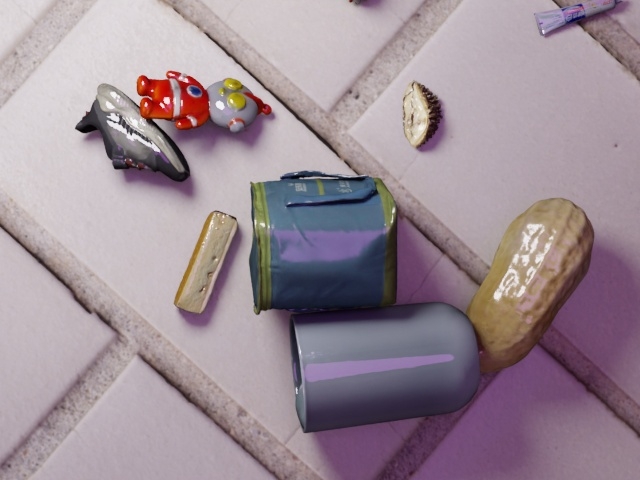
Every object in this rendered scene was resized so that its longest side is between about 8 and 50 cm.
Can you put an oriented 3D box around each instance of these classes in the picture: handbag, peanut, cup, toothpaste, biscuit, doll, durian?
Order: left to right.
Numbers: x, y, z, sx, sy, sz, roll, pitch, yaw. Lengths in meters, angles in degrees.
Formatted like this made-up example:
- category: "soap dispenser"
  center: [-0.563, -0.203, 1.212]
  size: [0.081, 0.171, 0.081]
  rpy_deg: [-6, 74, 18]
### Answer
- category: "doll"
  center: [-0.201, -0.243, 1.879]
  size: [0.245, 0.076, 0.142]
  rpy_deg: [2, 53, -19]
- category: "biscuit"
  center: [-0.202, 0.039, 1.896]
  size: [0.056, 0.052, 0.188]
  rpy_deg: [24, 85, -19]
- category: "handbag"
  center: [0.000, 0.000, 1.809]
  size: [0.241, 0.263, 0.222]
  rpy_deg: [-2, 112, -8]
- category: "cup"
  center: [0.106, 0.215, 1.835]
  size: [0.312, 0.205, 0.205]
  rpy_deg: [-5, 87, -6]
- category: "durian"
  center: [0.189, -0.233, 1.957]
  size: [0.066, 0.052, 0.130]
  rpy_deg: [-4, 83, 33]
- category: "peanut"
  center: [0.359, 0.080, 1.873]
  size: [0.158, 0.174, 0.340]
  rpy_deg: [36, 81, -19]
- category: "toothpaste"
  center: [0.485, -0.428, 1.990]
  size: [0.170, 0.028, 0.045]
  rpy_deg: [-17, 95, -4]

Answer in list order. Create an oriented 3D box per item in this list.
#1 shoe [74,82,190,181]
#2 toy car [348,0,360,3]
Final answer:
- category: "shoe"
  center: [-0.334, -0.172, 1.880]
  size: [0.112, 0.099, 0.227]
  rpy_deg: [-43, 87, 1]
- category: "toy car"
  center: [0.050, -0.509, 1.928]
  size: [0.112, 0.112, 0.139]
  rpy_deg: [18, 95, 11]
